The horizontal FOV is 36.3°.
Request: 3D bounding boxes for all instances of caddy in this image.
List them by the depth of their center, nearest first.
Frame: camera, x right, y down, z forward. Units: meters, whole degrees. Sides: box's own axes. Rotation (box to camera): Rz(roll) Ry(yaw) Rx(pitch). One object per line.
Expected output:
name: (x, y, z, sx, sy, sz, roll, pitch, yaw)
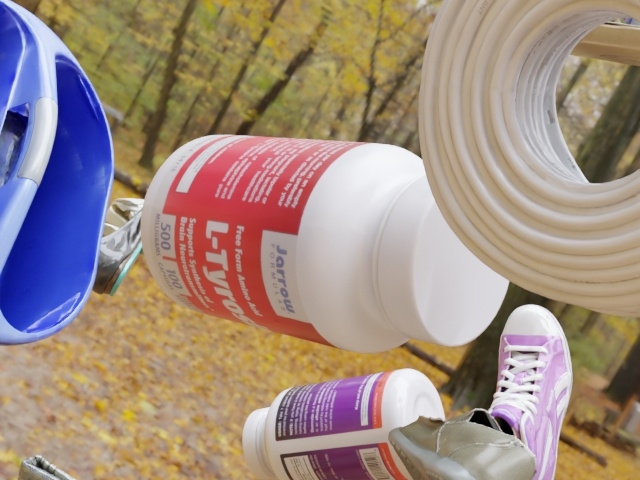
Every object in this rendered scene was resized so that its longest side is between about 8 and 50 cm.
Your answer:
caddy: (-0.302, -0.060, 0.864, 0.241, 0.179, 0.341, 41, 39, -42)

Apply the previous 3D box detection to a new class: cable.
cable: (0.176, -0.080, 0.576, 0.257, 0.257, 0.089, 30, 22, 35)

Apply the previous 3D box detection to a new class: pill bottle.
pill bottle: (0.000, 0.000, 1.108, 0.407, 0.229, 0.229, 8, -14, 44)
pill bottle: (0.035, 0.323, 1.632, 0.322, 0.182, 0.181, -13, -23, 29)

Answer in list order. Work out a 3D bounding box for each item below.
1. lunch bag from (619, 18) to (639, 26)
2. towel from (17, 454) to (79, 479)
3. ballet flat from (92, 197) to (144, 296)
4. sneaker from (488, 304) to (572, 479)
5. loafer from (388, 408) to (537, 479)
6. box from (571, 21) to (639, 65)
lunch bag: (0.447, -0.298, 1.210, 0.151, 0.096, 0.129, 8, 37, -2)
towel: (-0.223, 0.423, 1.129, 0.324, 0.312, 0.056, 23, 28, 12)
ballet flat: (-0.289, -0.014, 1.466, 0.096, 0.095, 0.280, 32, 24, 0)
sneaker: (0.269, 0.206, 1.293, 0.102, 0.282, 0.161, -5, -23, 25)
loafer: (0.134, 0.206, 0.899, 0.094, 0.087, 0.251, 59, -9, -5)
box: (0.306, -0.161, 0.843, 0.201, 0.021, 0.164, 8, 7, 1)
